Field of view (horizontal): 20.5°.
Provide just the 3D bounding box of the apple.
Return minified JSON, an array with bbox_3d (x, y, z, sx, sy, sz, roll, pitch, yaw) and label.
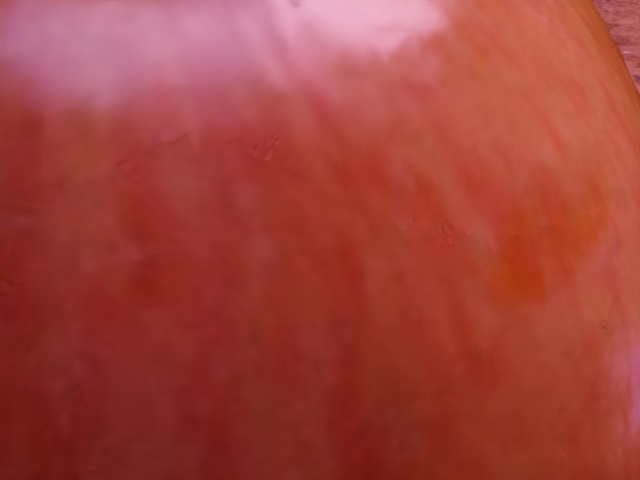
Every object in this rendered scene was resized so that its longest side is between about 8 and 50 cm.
[{"bbox_3d":[-0.065,0.026,0.620,0.391,0.346,0.391,-1,25,0],"label":"apple"}]
